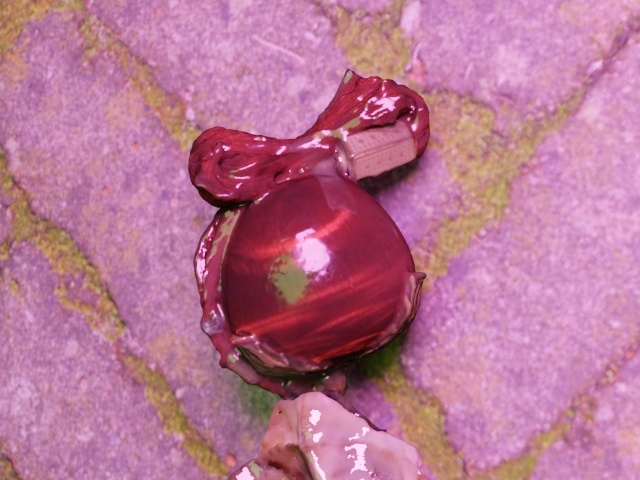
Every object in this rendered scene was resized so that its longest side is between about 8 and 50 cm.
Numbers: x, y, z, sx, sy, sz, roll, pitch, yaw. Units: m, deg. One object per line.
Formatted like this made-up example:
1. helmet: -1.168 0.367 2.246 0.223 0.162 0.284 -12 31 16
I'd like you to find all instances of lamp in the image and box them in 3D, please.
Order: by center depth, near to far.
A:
1. lamp: 0.005 0.004 1.044 0.151 0.215 0.223 30 135 61

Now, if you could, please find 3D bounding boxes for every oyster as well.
1. oyster: 0.053 0.273 0.972 0.354 0.107 0.201 46 112 10
